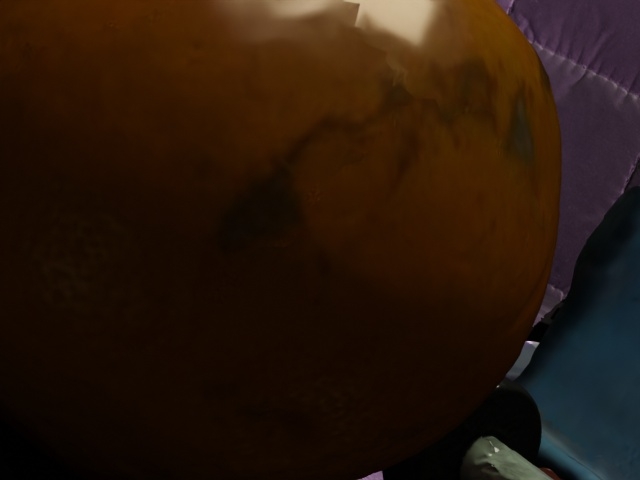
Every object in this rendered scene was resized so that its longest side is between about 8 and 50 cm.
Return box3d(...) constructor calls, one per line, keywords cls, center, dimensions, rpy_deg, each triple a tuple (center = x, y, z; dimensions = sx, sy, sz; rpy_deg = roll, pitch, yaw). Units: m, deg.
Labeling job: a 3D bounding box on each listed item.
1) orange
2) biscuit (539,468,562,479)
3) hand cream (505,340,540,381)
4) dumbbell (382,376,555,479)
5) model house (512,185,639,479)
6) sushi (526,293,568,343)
box3d(cls="orange", center=(-0.042, -0.026, 0.734), dimensions=(0.312, 0.312, 0.312), rpy_deg=(25, 5, -2))
box3d(cls="biscuit", center=(0.202, 0.195, 1.139), dimensions=(0.305, 0.038, 0.305), rpy_deg=(26, 6, -3))
box3d(cls="hand cream", center=(0.076, 0.094, 1.202), dimensions=(0.255, 0.048, 0.079), rpy_deg=(4, -16, -35))
box3d(cls="dumbbell", center=(0.127, 0.148, 0.884), dimensions=(0.100, 0.100, 0.191), rpy_deg=(21, 6, -42))
box3d(cls="model house", center=(0.312, 0.124, 1.074), dimensions=(0.303, 0.215, 0.237), rpy_deg=(27, 4, -34))
box3d(cls="sushi", center=(0.316, 0.138, 1.763), dimensions=(0.193, 0.210, 0.040), rpy_deg=(24, 45, -15))
